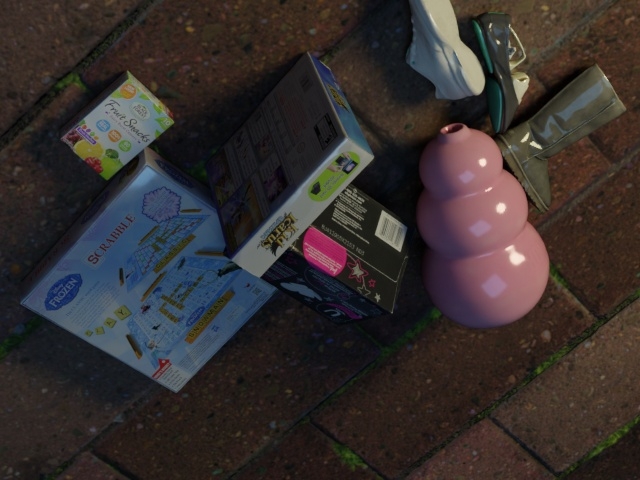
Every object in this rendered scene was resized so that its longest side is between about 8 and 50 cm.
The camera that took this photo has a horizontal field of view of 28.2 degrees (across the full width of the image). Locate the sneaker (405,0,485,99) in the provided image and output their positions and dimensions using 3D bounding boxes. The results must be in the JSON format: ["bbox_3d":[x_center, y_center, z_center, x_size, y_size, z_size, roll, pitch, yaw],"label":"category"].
[{"bbox_3d":[0.161,-0.297,1.902,0.094,0.080,0.212,-11,120,35],"label":"sneaker"}]

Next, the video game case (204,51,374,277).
[{"bbox_3d":[-0.053,-0.114,1.845,0.061,0.269,0.244,34,110,-31],"label":"video game case"}]

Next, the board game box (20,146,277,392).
[{"bbox_3d":[-0.254,0.054,2.029,0.318,0.066,0.319,35,109,-29],"label":"board game box"}]

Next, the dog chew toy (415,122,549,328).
[{"bbox_3d":[0.244,-0.028,2.016,0.206,0.207,0.332,-17,116,-2],"label":"dog chew toy"}]

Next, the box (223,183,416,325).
[{"bbox_3d":[0.000,0.000,1.973,0.247,0.163,0.142,33,150,-29],"label":"box"}]

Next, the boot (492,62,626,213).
[{"bbox_3d":[0.394,-0.160,2.042,0.208,0.076,0.190,-37,130,0],"label":"boot"}]

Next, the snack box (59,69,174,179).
[{"bbox_3d":[-0.303,-0.170,1.895,0.141,0.037,0.100,-39,122,12],"label":"snack box"}]

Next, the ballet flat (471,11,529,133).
[{"bbox_3d":[0.283,-0.258,1.950,0.074,0.074,0.203,-17,121,-1],"label":"ballet flat"}]
